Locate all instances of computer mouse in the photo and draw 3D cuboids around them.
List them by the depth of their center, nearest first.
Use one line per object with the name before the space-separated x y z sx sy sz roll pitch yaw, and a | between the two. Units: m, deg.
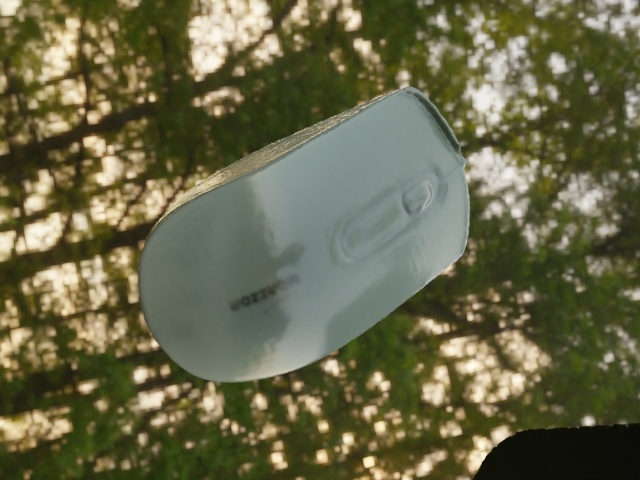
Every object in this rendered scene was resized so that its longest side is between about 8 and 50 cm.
computer mouse | 0.000 0.000 0.706 0.079 0.231 0.128 25 -40 61

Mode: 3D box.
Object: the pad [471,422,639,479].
pad | 0.226 0.268 0.875 0.375 0.315 0.063 -13 -59 49
